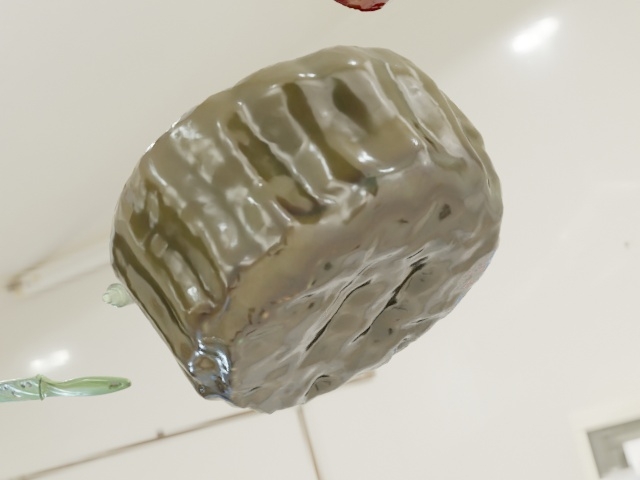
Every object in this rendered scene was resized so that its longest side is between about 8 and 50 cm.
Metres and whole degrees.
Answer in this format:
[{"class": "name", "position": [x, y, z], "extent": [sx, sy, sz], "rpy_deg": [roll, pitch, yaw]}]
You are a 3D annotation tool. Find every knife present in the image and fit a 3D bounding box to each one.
[{"class": "knife", "position": [-0.384, 0.206, 1.821], "extent": [0.293, 0.043, 0.020], "rpy_deg": [-9, 29, 31]}]

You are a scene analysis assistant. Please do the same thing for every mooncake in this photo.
[{"class": "mooncake", "position": [0.000, 0.000, 0.972], "extent": [0.290, 0.161, 0.290], "rpy_deg": [-26, -29, -16]}]

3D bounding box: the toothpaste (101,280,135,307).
[{"class": "toothpaste", "position": [-0.213, 0.057, 1.584], "extent": [0.029, 0.048, 0.197], "rpy_deg": [-43, -10, 20]}]

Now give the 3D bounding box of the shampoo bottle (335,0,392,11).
[{"class": "shampoo bottle", "position": [0.068, -0.258, 0.679], "extent": [0.076, 0.118, 0.314], "rpy_deg": [-32, -11, -42]}]
